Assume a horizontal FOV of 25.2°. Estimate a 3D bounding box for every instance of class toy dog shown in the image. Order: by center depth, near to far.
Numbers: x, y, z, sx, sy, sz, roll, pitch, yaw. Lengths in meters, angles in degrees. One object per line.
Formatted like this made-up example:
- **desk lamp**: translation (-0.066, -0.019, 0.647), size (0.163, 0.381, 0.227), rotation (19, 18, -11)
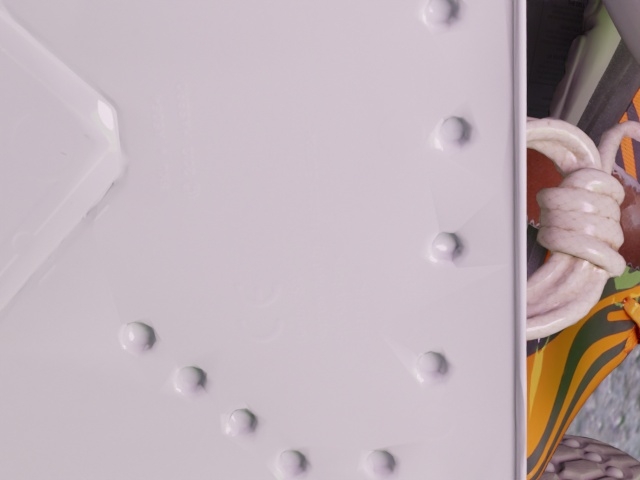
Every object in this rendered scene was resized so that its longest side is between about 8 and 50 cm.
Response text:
- **toy dog**: translation (0.160, -0.072, 0.640), size (0.220, 0.161, 0.334), rotation (20, 78, -4)

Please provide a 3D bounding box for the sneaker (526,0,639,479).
- **sneaker**: translation (0.191, -0.005, 0.729), size (0.124, 0.180, 0.321), rotation (52, 59, -74)

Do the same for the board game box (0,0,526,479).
- **board game box**: translation (-0.129, -0.037, 0.479), size (0.390, 0.050, 0.390), rotation (-1, 110, 6)

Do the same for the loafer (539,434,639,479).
- **loafer**: translation (0.071, 0.206, 0.865), size (0.319, 0.112, 0.111), rotation (-16, 119, -29)

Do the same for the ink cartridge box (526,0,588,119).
- **ink cartridge box**: translation (0.134, -0.141, 0.834), size (0.109, 0.062, 0.209), rotation (1, 103, -41)
